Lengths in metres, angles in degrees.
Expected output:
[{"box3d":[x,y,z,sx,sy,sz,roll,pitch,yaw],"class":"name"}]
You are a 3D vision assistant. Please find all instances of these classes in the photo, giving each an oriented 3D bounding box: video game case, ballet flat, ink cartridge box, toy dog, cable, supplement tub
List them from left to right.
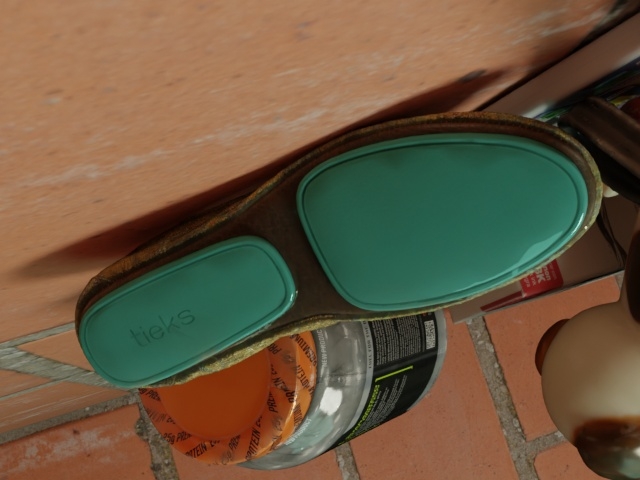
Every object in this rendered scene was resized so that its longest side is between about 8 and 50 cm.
[{"box3d":[-0.015,0.098,0.765,0.193,0.194,0.316,-22,170,23],"class":"supplement tub"},{"box3d":[0.000,0.000,0.534,0.348,0.123,0.123,-22,170,18],"class":"ballet flat"},{"box3d":[0.321,0.013,1.132,0.272,0.114,0.197,-15,169,-21],"class":"ink cartridge box"},{"box3d":[0.193,-0.098,0.543,0.183,0.023,0.201,-11,170,-35],"class":"video game case"},{"box3d":[0.426,0.097,0.925,0.395,0.285,0.408,15,121,-29],"class":"toy dog"},{"box3d":[0.199,-0.031,0.397,0.072,0.139,0.287,-51,-178,10],"class":"cable"}]
